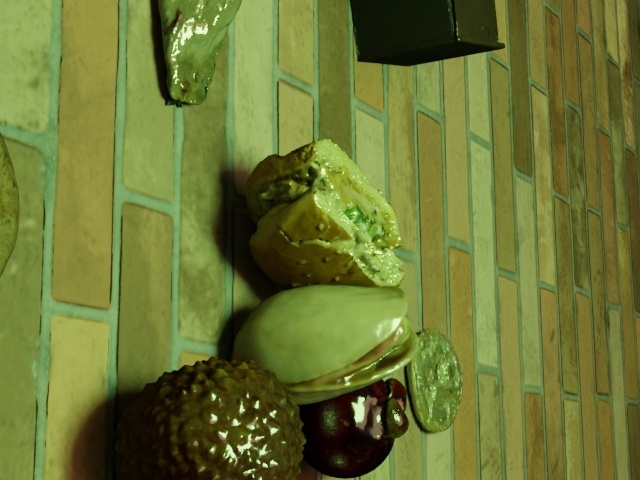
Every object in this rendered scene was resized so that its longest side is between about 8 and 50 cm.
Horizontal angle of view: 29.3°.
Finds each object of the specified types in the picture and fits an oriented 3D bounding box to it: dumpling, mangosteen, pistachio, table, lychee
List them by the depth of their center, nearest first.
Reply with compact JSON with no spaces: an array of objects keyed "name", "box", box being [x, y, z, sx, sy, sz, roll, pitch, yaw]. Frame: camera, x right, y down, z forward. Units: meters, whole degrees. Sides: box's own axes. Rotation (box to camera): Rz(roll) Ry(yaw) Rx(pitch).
[{"name":"lychee","box":[-0.114,0.215,1.207,0.238,0.200,0.200,-40,118,-49]},{"name":"dumpling","box":[-0.124,-0.319,1.405,0.166,0.086,0.332,-8,95,-57]},{"name":"pistachio","box":[0.002,0.119,1.405,0.144,0.215,0.143,-14,90,-82]},{"name":"mangosteen","box":[0.039,0.216,1.499,0.152,0.153,0.152,19,67,-57]},{"name":"table","box":[0.155,-0.367,1.794,0.169,0.173,0.193,-8,91,-59]}]

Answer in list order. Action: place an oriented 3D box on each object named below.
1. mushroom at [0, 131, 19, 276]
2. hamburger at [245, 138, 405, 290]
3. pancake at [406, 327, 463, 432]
[{"name":"mushroom","box":[-0.301,-0.028,1.049,0.094,0.072,0.209,51,41,-55]},{"name":"hamburger","box":[0.000,0.000,1.475,0.283,0.157,0.143,43,28,-54]},{"name":"pancake","box":[0.169,0.210,1.840,0.158,0.028,0.158,17,70,-54]}]
